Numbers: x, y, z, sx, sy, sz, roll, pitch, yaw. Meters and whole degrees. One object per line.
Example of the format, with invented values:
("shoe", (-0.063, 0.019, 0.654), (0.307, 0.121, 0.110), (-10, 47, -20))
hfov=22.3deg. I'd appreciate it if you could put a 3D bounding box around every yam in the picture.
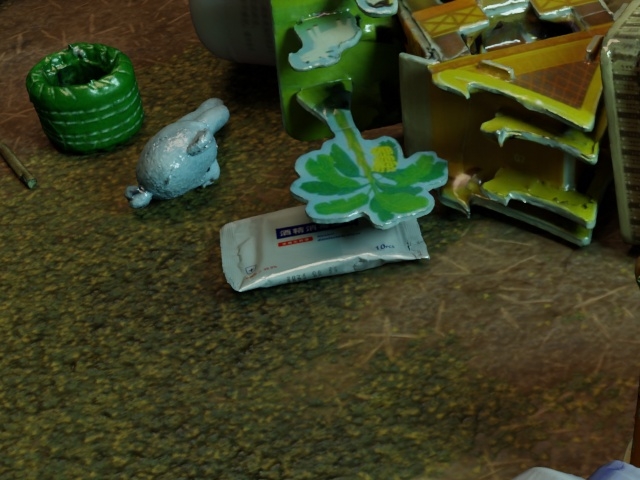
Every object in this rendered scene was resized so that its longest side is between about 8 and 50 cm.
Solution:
("yam", (-0.332, -0.083, 1.770), (0.014, 0.014, 0.107), (-25, 37, -19))

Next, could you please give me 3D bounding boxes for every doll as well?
("doll", (-0.133, -0.091, 1.688), (0.120, 0.075, 0.180), (-41, 3, 24))

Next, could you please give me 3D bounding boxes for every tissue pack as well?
("tissue pack", (0.000, 0.000, 1.541), (0.193, 0.026, 0.122), (-10, 34, -1))

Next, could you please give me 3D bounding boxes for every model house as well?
("model house", (0.137, -0.140, 1.515), (0.357, 0.242, 0.313), (-11, 38, -9))

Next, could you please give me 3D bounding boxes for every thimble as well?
("thimble", (-0.260, -0.159, 1.788), (0.118, 0.090, 0.130), (-20, 35, -9))

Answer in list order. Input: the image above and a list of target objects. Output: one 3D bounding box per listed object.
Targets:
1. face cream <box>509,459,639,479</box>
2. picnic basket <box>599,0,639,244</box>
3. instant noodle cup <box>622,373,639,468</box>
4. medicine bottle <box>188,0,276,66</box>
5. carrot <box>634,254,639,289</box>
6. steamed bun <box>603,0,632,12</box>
("face cream", (0.089, 0.306, 1.040), (0.235, 0.137, 0.420), (27, 62, 40))
("picnic basket", (0.394, -0.141, 1.454), (0.175, 0.228, 0.313), (9, 39, 32))
("instant noodle cup", (0.321, 0.111, 1.164), (0.215, 0.172, 0.216), (-7, 34, 5))
("medicine bottle", (0.037, -0.310, 1.769), (0.325, 0.256, 0.256), (6, 38, 12))
("carrot", (0.322, -0.016, 1.158), (0.254, 0.049, 0.049), (-23, 36, -24))
("steamed bun", (0.289, -0.272, 1.727), (0.110, 0.231, 0.212), (-35, 48, 11))
